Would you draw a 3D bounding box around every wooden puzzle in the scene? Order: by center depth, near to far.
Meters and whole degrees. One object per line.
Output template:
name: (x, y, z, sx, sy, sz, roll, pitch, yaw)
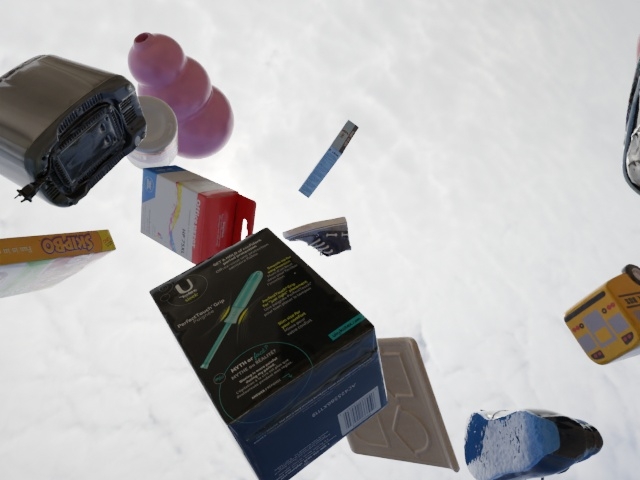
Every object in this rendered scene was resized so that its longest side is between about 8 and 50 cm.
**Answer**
wooden puzzle: (0.155, 0.377, 1.177, 0.080, 0.348, 0.322, -25, -81, -42)

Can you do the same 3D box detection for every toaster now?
toaster: (-0.359, -0.147, 0.653, 0.146, 0.129, 0.227, 25, -121, 12)

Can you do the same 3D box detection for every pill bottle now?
pill bottle: (-0.335, -0.198, 0.955, 0.108, 0.193, 0.108, 2, -97, -16)

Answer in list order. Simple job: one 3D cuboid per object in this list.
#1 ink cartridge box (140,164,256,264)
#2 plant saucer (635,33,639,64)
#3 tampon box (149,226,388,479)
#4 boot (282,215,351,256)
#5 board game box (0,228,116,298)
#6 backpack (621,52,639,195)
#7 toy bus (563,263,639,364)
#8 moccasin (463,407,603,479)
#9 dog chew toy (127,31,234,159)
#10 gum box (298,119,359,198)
ink cartridge box: (-0.227, -0.042, 0.884, 0.231, 0.134, 0.078, 24, -155, 32)
plant saucer: (0.482, -0.158, 0.622, 0.332, 0.084, 0.332, 10, -104, -45)
tampon box: (-0.044, 0.086, 0.398, 0.120, 0.101, 0.161, -30, -139, -20)
boot: (0.000, 0.000, 1.108, 0.190, 0.069, 0.086, -13, -91, -41)
board game box: (-0.345, 0.034, 0.486, 0.039, 0.124, 0.259, 66, -159, 7)
backpack: (0.305, -0.116, 0.253, 0.191, 0.253, 0.225, -28, -141, -7)
toy bus: (0.586, 0.117, 0.860, 0.333, 0.108, 0.130, -4, -127, -28)
moccasin: (0.334, 0.350, 0.804, 0.117, 0.342, 0.137, 4, -109, -2)
dog chew toy: (-0.345, -0.351, 1.185, 0.206, 0.332, 0.206, -8, -123, 12)
gum box: (0.022, -0.223, 1.335, 0.041, 0.184, 0.157, 36, -137, -6)
